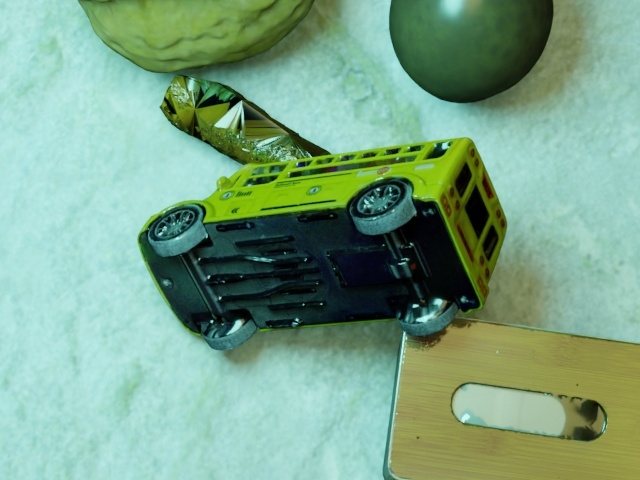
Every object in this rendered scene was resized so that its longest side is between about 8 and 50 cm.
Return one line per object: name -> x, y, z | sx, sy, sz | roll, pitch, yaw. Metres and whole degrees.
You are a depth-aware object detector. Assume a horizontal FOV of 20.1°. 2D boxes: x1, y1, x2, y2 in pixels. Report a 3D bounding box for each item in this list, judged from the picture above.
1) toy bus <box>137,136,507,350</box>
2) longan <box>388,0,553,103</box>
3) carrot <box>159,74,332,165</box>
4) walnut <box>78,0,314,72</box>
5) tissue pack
toy bus -> 0.000, 0.000, 1.698 | 0.331, 0.145, 0.151 | -6, 37, 31
longan -> 0.152, -0.234, 1.768 | 0.159, 0.185, 0.204 | 23, 101, 6
carrot -> -0.053, -0.092, 1.801 | 0.229, 0.069, 0.069 | 32, 79, 3
walnut -> -0.128, -0.277, 1.761 | 0.257, 0.257, 0.224 | -17, 111, -5
tissue pack -> 0.189, 0.169, 1.714 | 0.246, 0.136, 0.159 | 7, 78, 1
